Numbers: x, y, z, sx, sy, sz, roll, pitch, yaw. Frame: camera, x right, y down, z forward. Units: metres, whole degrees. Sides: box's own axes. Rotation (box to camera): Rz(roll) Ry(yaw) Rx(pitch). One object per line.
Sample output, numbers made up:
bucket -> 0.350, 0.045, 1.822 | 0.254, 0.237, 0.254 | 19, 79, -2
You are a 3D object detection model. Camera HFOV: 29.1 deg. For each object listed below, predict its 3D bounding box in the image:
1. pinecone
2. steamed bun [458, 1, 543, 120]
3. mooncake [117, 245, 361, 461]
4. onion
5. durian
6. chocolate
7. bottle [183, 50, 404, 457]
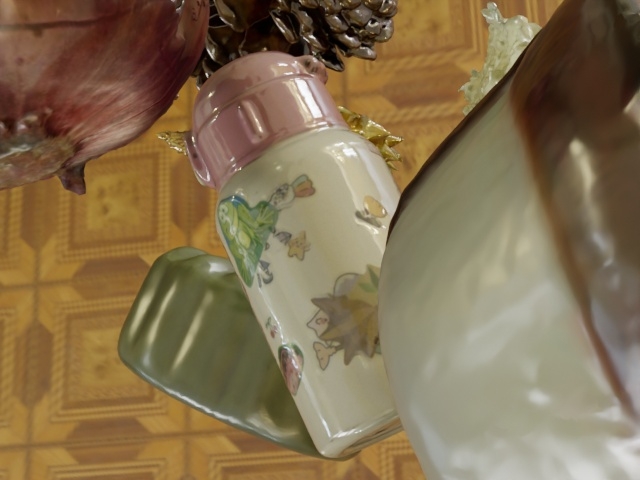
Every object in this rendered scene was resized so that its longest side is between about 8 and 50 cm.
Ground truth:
pinecone -> -0.065, -0.249, 1.186 | 0.292, 0.246, 0.246 | -19, 66, 39
steamed bun -> 0.256, -0.101, 1.507 | 0.273, 0.290, 0.272 | 29, 98, 4
mooncake -> -0.075, 0.136, 1.562 | 0.351, 0.351, 0.187 | 26, 88, 21
onion -> -0.184, -0.136, 0.650 | 0.252, 0.252, 0.219 | -26, 75, 6
durian -> -0.039, -0.067, 1.109 | 0.224, 0.140, 0.078 | 3, 71, 5
chocolate -> 0.144, 0.052, 0.453 | 0.186, 0.283, 0.283 | -50, 64, 27
bottle -> 0.000, 0.000, 0.775 | 0.120, 0.120, 0.253 | -28, 75, 5
